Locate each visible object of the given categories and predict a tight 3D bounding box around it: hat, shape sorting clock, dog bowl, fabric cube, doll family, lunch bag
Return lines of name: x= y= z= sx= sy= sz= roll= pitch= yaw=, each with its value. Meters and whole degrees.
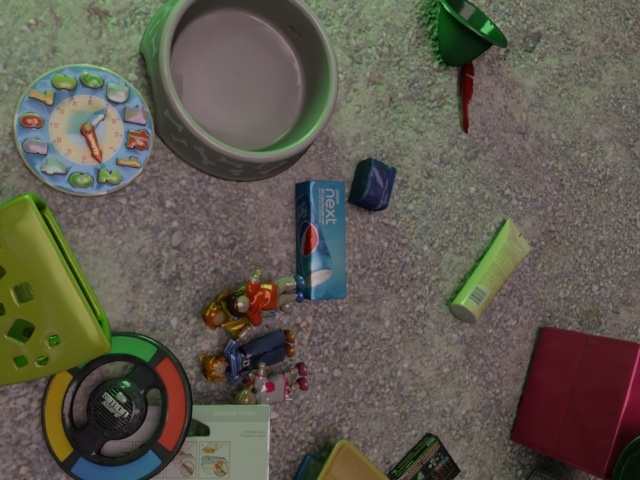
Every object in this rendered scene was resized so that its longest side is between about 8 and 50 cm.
hat: x=0.258 y=-0.374 z=1.286 sx=0.172 sy=0.183 sz=0.209 roll=14 pitch=41 yaw=-31
shape sorting clock: x=-0.363 y=-0.172 z=0.982 sx=0.206 sy=0.040 sz=0.206 roll=1 pitch=88 yaw=-25
dog bowl: x=-0.125 y=-0.277 z=1.063 sx=0.348 sy=0.102 sz=0.349 roll=1 pitch=89 yaw=-24
fabric cube: x=0.594 y=0.348 z=1.294 sx=0.254 sy=0.259 sz=0.258 roll=22 pitch=81 yaw=-23
doll family: x=-0.121 y=0.168 z=1.059 sx=0.163 sy=0.118 sz=0.263 roll=-13 pitch=107 yaw=-35
lunch bag: x=0.100 y=-0.098 z=1.180 sx=0.065 sy=0.067 sz=0.099 roll=18 pitch=82 yaw=-23

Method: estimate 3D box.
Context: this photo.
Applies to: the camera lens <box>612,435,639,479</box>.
camera lens: x=0.656 y=0.444 z=1.062 sx=0.274 sy=0.219 sz=0.220 roll=18 pitch=81 yaw=-23

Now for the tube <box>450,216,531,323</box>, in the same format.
tube: x=0.356 y=0.067 z=1.304 sx=0.240 sy=0.062 sz=0.070 roll=-49 pitch=151 yaw=-23

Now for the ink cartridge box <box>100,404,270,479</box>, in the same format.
ink cartridge box: x=-0.204 y=0.374 z=0.961 sx=0.275 sy=0.060 sz=0.239 roll=-2 pitch=74 yaw=7

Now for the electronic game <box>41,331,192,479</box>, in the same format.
electronic game: x=-0.305 y=0.251 z=0.946 sx=0.229 sy=0.048 sz=0.229 roll=-1 pitch=77 yaw=4

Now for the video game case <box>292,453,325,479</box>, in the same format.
video game case: x=0.014 y=0.477 z=1.153 sx=0.166 sy=0.015 sz=0.119 roll=33 pitch=76 yaw=-20

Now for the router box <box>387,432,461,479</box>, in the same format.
router box: x=0.202 y=0.451 z=1.228 sx=0.122 sy=0.038 sz=0.092 roll=-38 pitch=104 yaw=-21

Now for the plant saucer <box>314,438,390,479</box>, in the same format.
plant saucer: x=0.044 y=0.572 z=1.080 sx=0.333 sy=0.081 sz=0.333 roll=47 pitch=55 yaw=-17

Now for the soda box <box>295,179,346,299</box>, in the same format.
soda box: x=0.000 y=0.000 z=1.131 sx=0.071 sy=0.067 sz=0.210 roll=0 pitch=88 yaw=-25

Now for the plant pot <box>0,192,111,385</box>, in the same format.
plant pot: x=-0.427 y=0.082 z=0.851 sx=0.207 sy=0.228 sz=0.227 roll=-28 pitch=100 yaw=-15

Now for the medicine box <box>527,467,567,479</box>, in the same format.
medicine box: x=0.474 y=0.633 z=1.225 sx=0.289 sy=0.263 sz=0.149 roll=-45 pitch=107 yaw=-19
